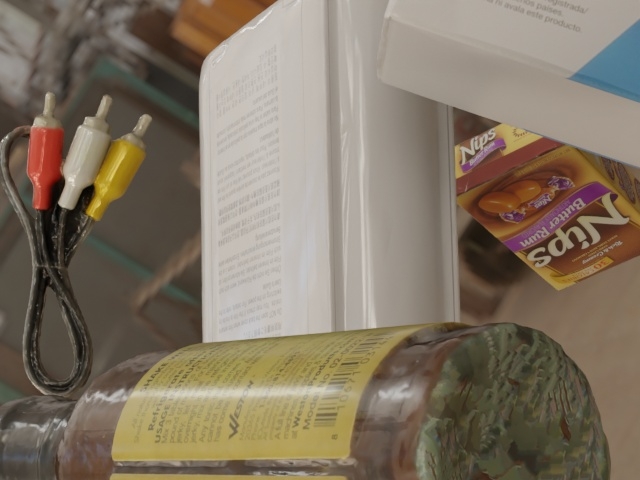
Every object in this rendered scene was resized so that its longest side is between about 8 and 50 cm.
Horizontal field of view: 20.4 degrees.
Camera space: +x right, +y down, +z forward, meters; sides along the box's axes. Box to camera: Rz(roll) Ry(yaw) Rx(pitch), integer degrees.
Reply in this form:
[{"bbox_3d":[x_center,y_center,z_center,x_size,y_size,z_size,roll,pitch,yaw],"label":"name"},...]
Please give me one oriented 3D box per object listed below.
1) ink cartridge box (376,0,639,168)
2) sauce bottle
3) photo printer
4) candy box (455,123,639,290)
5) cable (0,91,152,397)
[{"bbox_3d":[0.165,-0.194,0.933,0.197,0.198,0.270,84,-155,-86],"label":"ink cartridge box"},{"bbox_3d":[-0.037,0.094,0.751,0.344,0.111,0.111,-6,48,50],"label":"sauce bottle"},{"bbox_3d":[0.000,0.000,1.180,0.256,0.107,0.307,156,115,-65],"label":"photo printer"},{"bbox_3d":[0.196,-0.034,1.456,0.109,0.186,0.053,-26,53,24],"label":"candy box"},{"bbox_3d":[-0.255,0.000,1.678,0.072,0.139,0.287,132,150,-79],"label":"cable"}]
